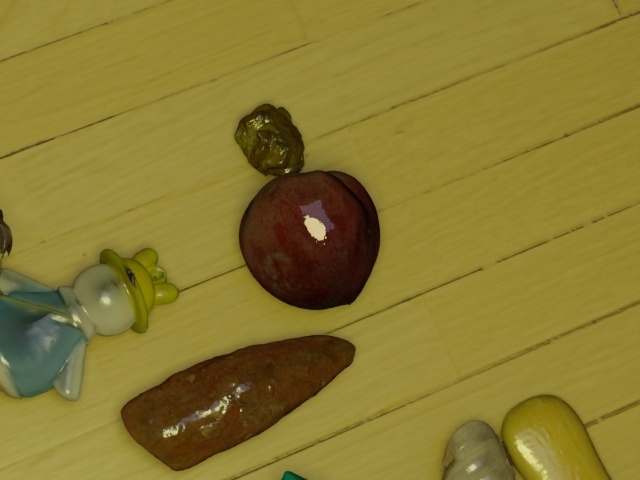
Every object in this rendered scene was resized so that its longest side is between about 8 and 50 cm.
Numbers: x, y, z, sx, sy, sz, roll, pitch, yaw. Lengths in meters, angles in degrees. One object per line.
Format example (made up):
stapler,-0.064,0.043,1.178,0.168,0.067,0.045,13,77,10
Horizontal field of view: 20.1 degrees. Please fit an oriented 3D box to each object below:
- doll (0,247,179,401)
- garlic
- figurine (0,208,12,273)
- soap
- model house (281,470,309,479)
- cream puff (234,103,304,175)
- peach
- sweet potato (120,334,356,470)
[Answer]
doll,-0.257,0.083,1.800,0.241,0.099,0.135,-27,42,-16
garlic,0.161,0.242,1.843,0.094,0.074,0.113,-28,97,-25
figurine,-0.397,0.011,1.781,0.229,0.112,0.137,13,64,22
soap,0.253,0.241,1.879,0.089,0.033,0.168,-26,81,-13
model house,0.002,0.295,1.763,0.127,0.149,0.100,23,76,-4
cream puff,-0.052,-0.102,1.906,0.083,0.083,0.058,43,114,-9
peach,0.000,0.000,1.847,0.152,0.152,0.152,2,75,-9
sweet potato,-0.080,0.155,1.822,0.251,0.097,0.097,-22,80,-19
